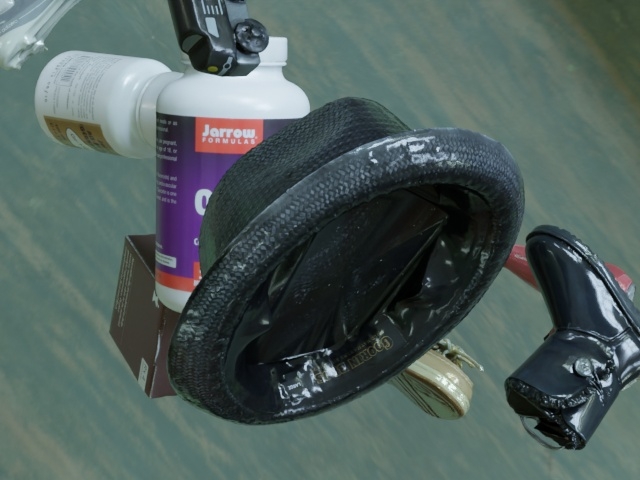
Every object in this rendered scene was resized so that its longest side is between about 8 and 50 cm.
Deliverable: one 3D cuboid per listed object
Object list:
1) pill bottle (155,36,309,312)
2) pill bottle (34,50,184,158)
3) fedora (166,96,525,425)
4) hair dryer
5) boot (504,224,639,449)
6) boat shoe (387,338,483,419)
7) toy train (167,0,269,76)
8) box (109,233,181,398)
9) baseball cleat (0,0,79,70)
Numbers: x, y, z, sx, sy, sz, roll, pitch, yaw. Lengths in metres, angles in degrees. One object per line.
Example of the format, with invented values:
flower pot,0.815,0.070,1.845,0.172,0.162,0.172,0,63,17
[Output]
pill bottle,-0.104,-0.078,1.482,0.181,0.181,0.323,0,100,-8
pill bottle,-0.253,-0.175,1.637,0.131,0.229,0.131,-17,112,-48
fedora,0.000,0.000,1.041,0.334,0.152,0.334,-21,144,-16
hair dryer,0.338,0.119,1.735,0.223,0.080,0.294,-25,64,1
boot,0.307,0.124,1.626,0.207,0.094,0.246,-39,88,-28
boat shoe,0.109,0.127,1.470,0.089,0.285,0.104,-43,112,-9
toy train,-0.057,-0.137,0.489,0.036,0.027,0.158,-6,74,-33
box,-0.163,0.097,1.749,0.203,0.167,0.168,-2,121,-30
baseball cleat,-0.312,-0.289,1.399,0.109,0.072,0.206,42,88,7
